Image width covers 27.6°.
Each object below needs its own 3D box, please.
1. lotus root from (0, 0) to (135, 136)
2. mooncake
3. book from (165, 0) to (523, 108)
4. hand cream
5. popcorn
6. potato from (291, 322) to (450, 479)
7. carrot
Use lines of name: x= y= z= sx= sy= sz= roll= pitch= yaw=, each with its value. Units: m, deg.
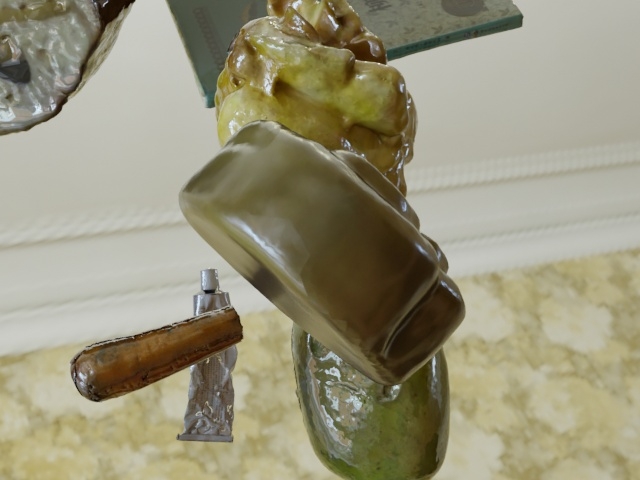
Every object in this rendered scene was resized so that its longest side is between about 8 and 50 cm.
lotus root: x=-0.392 y=-0.287 z=1.375 sx=0.375 sy=0.111 sz=0.390 roll=-4 pitch=-53 yaw=16
mooncake: x=0.000 y=0.000 z=0.993 sx=0.117 sy=0.235 sz=0.235 roll=-48 pitch=-41 yaw=-5
book: x=0.012 y=-0.286 z=1.524 sx=0.379 sy=0.264 sz=0.031 roll=-16 pitch=-41 yaw=-11
hand cream: x=-0.156 y=0.166 z=1.856 sx=0.084 sy=0.050 sz=0.257 roll=1 pitch=-83 yaw=-18
popcorn: x=-0.011 y=-0.105 z=1.168 sx=0.190 sy=0.191 sz=0.253 roll=-44 pitch=-34 yaw=-9
potato: x=0.048 y=0.136 z=1.317 sx=0.148 sy=0.197 sz=0.228 roll=-7 pitch=-59 yaw=-14
carrot: x=-0.148 y=0.102 z=1.191 sx=0.161 sy=0.055 sz=0.055 roll=-18 pitch=-41 yaw=-4
